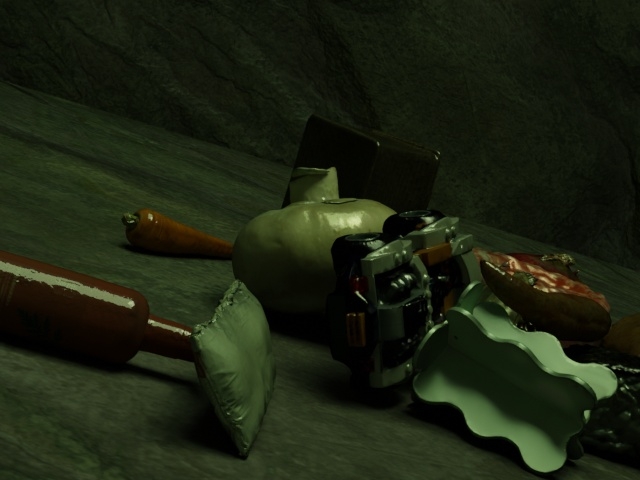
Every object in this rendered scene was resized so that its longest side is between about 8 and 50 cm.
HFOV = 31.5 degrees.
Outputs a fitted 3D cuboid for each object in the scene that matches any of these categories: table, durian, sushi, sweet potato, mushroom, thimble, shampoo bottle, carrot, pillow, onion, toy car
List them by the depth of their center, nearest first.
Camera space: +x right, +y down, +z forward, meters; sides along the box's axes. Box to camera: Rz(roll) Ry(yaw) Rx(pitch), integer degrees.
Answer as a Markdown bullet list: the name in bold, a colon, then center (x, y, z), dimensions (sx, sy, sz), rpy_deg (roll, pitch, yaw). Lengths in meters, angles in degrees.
- **pillow**: center (-0.079, 0.117, 1.108), dimensions (0.050, 0.128, 0.229), rpy_deg (-18, 7, 8)
- **shampoo bottle**: center (-0.233, 0.076, 1.146), dimensions (0.244, 0.085, 0.085), rpy_deg (15, 9, -6)
- **table**: center (0.224, 0.165, 1.305), dimensions (0.198, 0.167, 0.166), rpy_deg (31, 14, 24)
- **toy car**: center (0.103, 0.074, 1.376), dimensions (0.118, 0.193, 0.301), rpy_deg (-1, 10, 27)
- **sweet potato**: center (0.295, 0.088, 1.412), dimensions (0.255, 0.058, 0.078), rpy_deg (21, 37, -37)
- **sushi**: center (0.388, 0.206, 1.424), dimensions (0.225, 0.124, 0.127), rpy_deg (16, 12, 1)
- **durian**: center (0.242, 0.131, 1.496), dimensions (0.091, 0.188, 0.148), rpy_deg (43, -20, -20)
- **mushroom**: center (0.000, 0.000, 1.560), dimensions (0.246, 0.202, 0.246), rpy_deg (-3, -5, 0)
- **thimble**: center (0.295, 0.115, 1.668), dimensions (0.239, 0.162, 0.239), rpy_deg (18, 9, -3)
- **sweet potato**: center (0.519, 0.202, 1.710), dimensions (0.131, 0.131, 0.337), rpy_deg (17, 10, -4)
- **carrot**: center (-0.207, 0.003, 1.756), dimensions (0.061, 0.061, 0.256), rpy_deg (26, 3, 42)
- **onion**: center (0.362, 0.099, 1.967), dimensions (0.248, 0.161, 0.248), rpy_deg (6, -9, 1)

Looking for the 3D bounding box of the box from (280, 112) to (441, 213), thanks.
- **box**: center (0.048, -0.042, 1.777), dimensions (0.143, 0.273, 0.184), rpy_deg (10, 12, -43)
